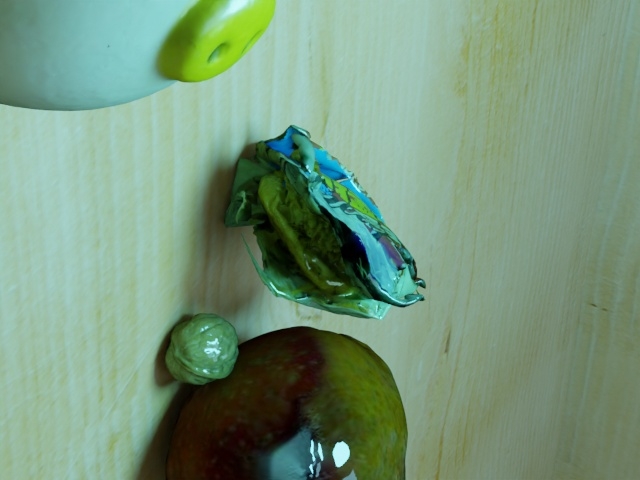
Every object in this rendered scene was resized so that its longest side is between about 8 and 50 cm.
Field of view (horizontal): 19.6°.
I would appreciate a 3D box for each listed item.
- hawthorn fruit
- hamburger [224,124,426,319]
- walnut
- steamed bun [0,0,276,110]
[{"bbox_3d":[-0.028,0.254,2.211,0.325,0.308,0.308,-44,148,-31],"label":"hawthorn fruit"},{"bbox_3d":[-0.007,-0.001,2.088,0.150,0.260,0.276,-39,176,6],"label":"hamburger"},{"bbox_3d":[-0.135,0.125,2.125,0.092,0.092,0.092,-48,151,-39],"label":"walnut"},{"bbox_3d":[-0.183,-0.260,1.370,0.374,0.334,0.334,-37,143,-60],"label":"steamed bun"}]
